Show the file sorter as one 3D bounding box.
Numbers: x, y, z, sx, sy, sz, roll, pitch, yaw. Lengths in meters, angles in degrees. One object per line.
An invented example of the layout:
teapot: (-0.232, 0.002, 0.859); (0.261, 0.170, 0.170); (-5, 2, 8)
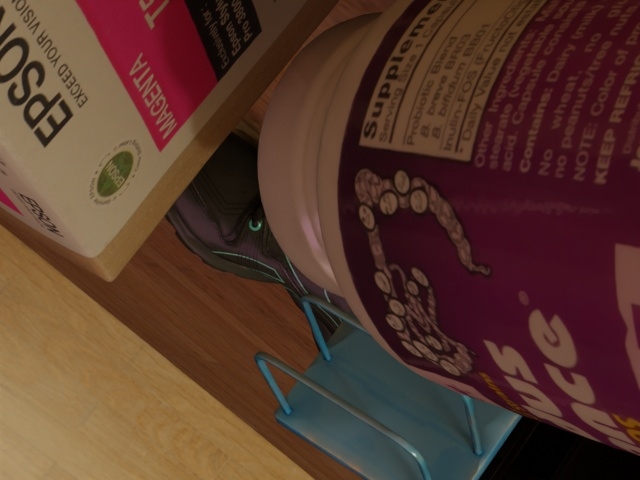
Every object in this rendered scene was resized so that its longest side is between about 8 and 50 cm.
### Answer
file sorter: (0.062, 0.044, 0.765); (0.118, 0.170, 0.104); (30, 161, 24)

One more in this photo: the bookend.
bookend: (0.144, 0.185, 1.042); (0.072, 0.156, 0.157); (43, 165, -26)

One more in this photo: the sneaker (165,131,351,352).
sneaker: (0.000, 0.000, 0.977); (0.267, 0.101, 0.106); (41, 143, -14)

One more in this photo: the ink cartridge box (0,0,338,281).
ink cartridge box: (-0.088, -0.116, 0.555); (0.088, 0.193, 0.235); (32, 166, 20)

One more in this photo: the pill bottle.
pill bottle: (0.104, -0.016, 0.471); (0.169, 0.169, 0.301); (44, 164, -28)
